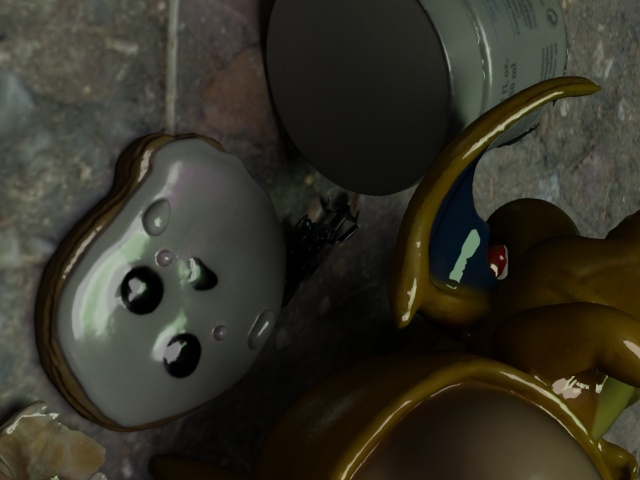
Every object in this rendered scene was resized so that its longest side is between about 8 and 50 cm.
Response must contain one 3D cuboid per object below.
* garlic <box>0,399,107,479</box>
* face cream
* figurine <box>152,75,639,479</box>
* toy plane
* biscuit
[{"bbox_3d":[-0.174,0.181,0.604,0.124,0.099,0.174,-48,128,-10],"label":"garlic"},{"bbox_3d":[0.073,-0.137,0.735,0.153,0.177,0.177,-24,112,-40],"label":"face cream"},{"bbox_3d":[0.105,0.127,0.703,0.387,0.401,0.268,-41,80,-19],"label":"figurine"},{"bbox_3d":[0.000,0.000,0.784,0.120,0.031,0.049,-51,158,-29],"label":"toy plane"},{"bbox_3d":[-0.099,0.036,0.686,0.181,0.049,0.208,51,61,-35],"label":"biscuit"}]
